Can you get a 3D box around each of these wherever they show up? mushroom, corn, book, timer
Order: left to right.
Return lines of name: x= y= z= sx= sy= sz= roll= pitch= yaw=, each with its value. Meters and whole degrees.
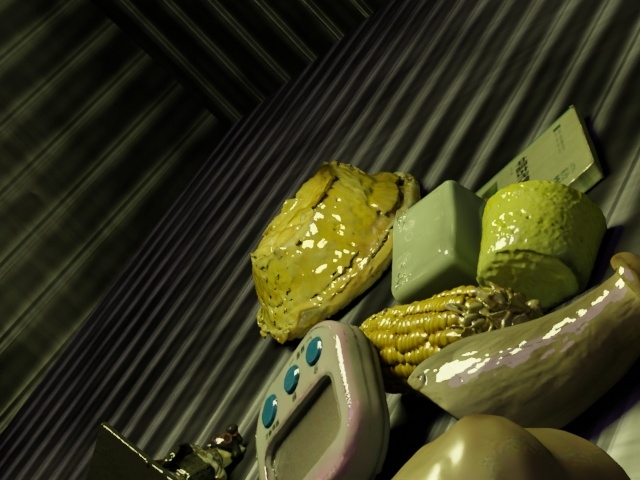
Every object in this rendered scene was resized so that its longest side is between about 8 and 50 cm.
timer: x=0.001 y=0.198 z=1.361 sx=0.208 sy=0.069 sz=0.190 roll=-54 pitch=32 yaw=37
corn: x=0.125 y=0.107 z=1.323 sx=0.115 sy=0.115 sz=0.318 roll=-52 pitch=11 yaw=-19
book: x=0.220 y=-0.033 z=1.592 sx=0.283 sy=0.025 sz=0.215 roll=-44 pitch=16 yaw=19
mushroom: x=0.195 y=0.107 z=1.123 sx=0.247 sy=0.096 sz=0.108 roll=-32 pitch=45 yaw=24

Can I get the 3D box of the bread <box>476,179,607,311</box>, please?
bread: x=0.219 y=0.004 z=1.340 sx=0.129 sy=0.111 sz=0.114 roll=-40 pitch=23 yaw=43

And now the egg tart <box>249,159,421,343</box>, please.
egg tart: x=0.000 y=0.000 z=1.952 sx=0.345 sy=0.132 sz=0.345 roll=-46 pitch=14 yaw=15

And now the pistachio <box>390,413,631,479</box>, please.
pistachio: x=0.086 y=0.267 z=0.830 sx=0.226 sy=0.208 sz=0.331 roll=24 pitch=74 yaw=29

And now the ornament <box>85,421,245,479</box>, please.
ornament: x=-0.175 y=0.307 z=1.689 sx=0.196 sy=0.166 sz=0.153 roll=-21 pitch=-43 yaw=-49

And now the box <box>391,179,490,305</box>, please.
box: x=0.143 y=0.017 z=1.477 sx=0.124 sy=0.093 sz=0.172 roll=-39 pitch=29 yaw=31
